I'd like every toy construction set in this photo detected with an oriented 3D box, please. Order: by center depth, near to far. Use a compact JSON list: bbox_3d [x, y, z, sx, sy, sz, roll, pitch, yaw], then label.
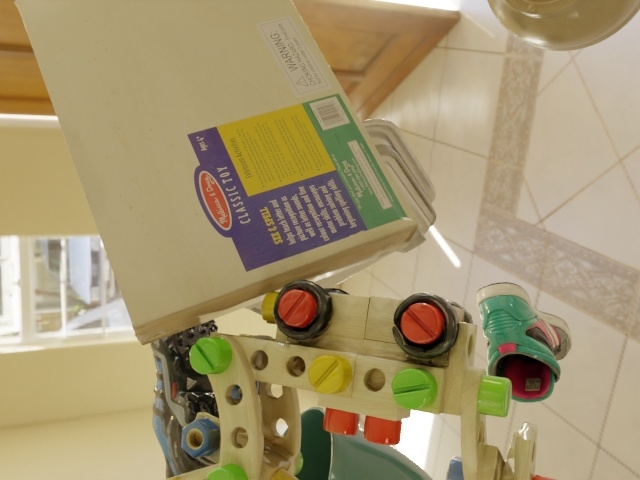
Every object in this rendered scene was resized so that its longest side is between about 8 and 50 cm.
[{"bbox_3d":[0.028,0.147,0.538,0.151,0.328,0.214,40,-123,-77],"label":"toy construction set"}]

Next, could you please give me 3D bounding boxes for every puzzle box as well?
[{"bbox_3d":[-0.116,-0.127,0.664,0.052,0.272,0.408,106,141,-61],"label":"puzzle box"}]

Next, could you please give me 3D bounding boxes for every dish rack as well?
[{"bbox_3d":[0.000,0.000,0.908,0.285,0.333,0.072,40,-158,-59],"label":"dish rack"}]

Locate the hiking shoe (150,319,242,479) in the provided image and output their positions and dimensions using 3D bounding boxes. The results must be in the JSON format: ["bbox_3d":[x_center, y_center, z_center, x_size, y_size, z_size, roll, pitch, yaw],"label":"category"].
[{"bbox_3d":[-0.212,0.213,0.981,0.132,0.113,0.304,-49,40,26],"label":"hiking shoe"}]

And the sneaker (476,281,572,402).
[{"bbox_3d":[0.383,0.209,1.203,0.124,0.296,0.178,-23,50,34],"label":"sneaker"}]

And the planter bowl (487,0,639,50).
[{"bbox_3d":[0.221,-0.259,0.624,0.162,0.109,0.161,10,110,30],"label":"planter bowl"}]

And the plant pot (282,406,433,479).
[{"bbox_3d":[0.048,0.416,0.942,0.293,0.235,0.293,-58,15,25],"label":"plant pot"}]
